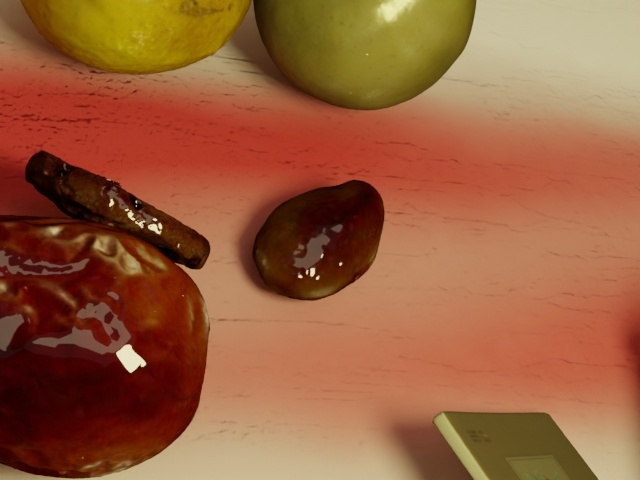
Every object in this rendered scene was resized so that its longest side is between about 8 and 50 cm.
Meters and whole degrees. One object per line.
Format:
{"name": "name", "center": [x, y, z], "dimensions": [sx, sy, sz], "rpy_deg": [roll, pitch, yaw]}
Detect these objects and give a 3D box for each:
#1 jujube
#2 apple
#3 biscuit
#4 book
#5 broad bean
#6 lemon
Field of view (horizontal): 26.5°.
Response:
{"name": "jujube", "center": [-0.254, 0.087, 1.157], "dimensions": [0.318, 0.223, 0.223], "rpy_deg": [11, 55, -17]}
{"name": "apple", "center": [0.056, -0.277, 1.511], "dimensions": [0.262, 0.262, 0.262], "rpy_deg": [13, 54, -19]}
{"name": "biscuit", "center": [-0.193, -0.025, 1.288], "dimensions": [0.192, 0.192, 0.049], "rpy_deg": [31, 85, -6]}
{"name": "book", "center": [0.252, 0.288, 1.305], "dimensions": [0.217, 0.021, 0.310], "rpy_deg": [10, 38, -51]}
{"name": "broad bean", "center": [0.000, 0.000, 1.424], "dimensions": [0.165, 0.084, 0.114], "rpy_deg": [-27, 58, -31]}
{"name": "lemon", "center": [-0.187, -0.288, 1.419], "dimensions": [0.288, 0.233, 0.233], "rpy_deg": [-14, 67, -41]}
